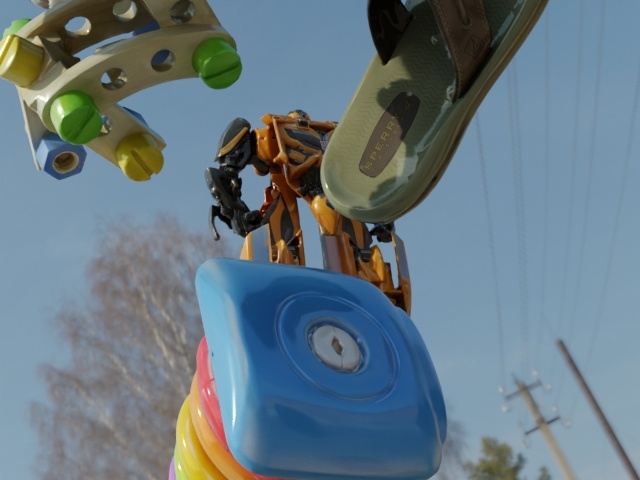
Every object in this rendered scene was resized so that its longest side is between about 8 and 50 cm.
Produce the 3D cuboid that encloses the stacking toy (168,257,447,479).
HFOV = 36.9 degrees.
[{"bbox_3d":[-0.055,0.169,0.716,0.165,0.175,0.302,10,-48,-29],"label":"stacking toy"}]

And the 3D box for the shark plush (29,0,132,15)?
[{"bbox_3d":[-0.168,-0.247,0.764,0.161,0.067,0.073,-63,-28,-9],"label":"shark plush"}]

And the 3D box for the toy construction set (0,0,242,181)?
[{"bbox_3d":[-0.153,-0.171,0.559,0.215,0.151,0.328,-35,-25,-1],"label":"toy construction set"}]

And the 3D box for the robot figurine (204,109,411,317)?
[{"bbox_3d":[0.000,0.000,0.928,0.211,0.291,0.085,2,-21,-28],"label":"robot figurine"}]

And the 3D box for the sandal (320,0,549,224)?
[{"bbox_3d":[0.080,-0.155,0.689,0.086,0.120,0.303,21,-86,-51],"label":"sandal"}]
